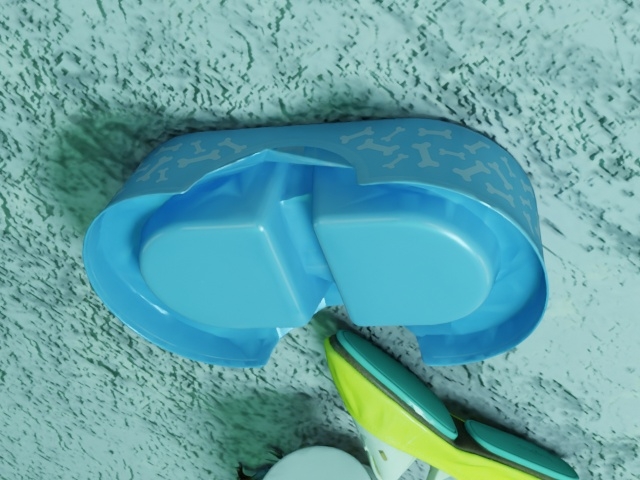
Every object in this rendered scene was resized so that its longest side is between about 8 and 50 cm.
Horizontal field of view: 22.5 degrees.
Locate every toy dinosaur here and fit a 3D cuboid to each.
[{"bbox_3d":[-0.026,0.186,1.272,0.082,0.047,0.090,-10,167,15],"label":"toy dinosaur"}]

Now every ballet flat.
[{"bbox_3d":[0.081,0.149,1.140,0.231,0.077,0.077,32,103,-21],"label":"ballet flat"}]

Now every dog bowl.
[{"bbox_3d":[0.000,0.000,1.012,0.297,0.074,0.166,-2,136,21],"label":"dog bowl"}]

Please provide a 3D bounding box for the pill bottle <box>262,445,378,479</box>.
[{"bbox_3d":[0.021,0.237,1.210,0.118,0.117,0.208,0,149,17],"label":"pill bottle"}]
